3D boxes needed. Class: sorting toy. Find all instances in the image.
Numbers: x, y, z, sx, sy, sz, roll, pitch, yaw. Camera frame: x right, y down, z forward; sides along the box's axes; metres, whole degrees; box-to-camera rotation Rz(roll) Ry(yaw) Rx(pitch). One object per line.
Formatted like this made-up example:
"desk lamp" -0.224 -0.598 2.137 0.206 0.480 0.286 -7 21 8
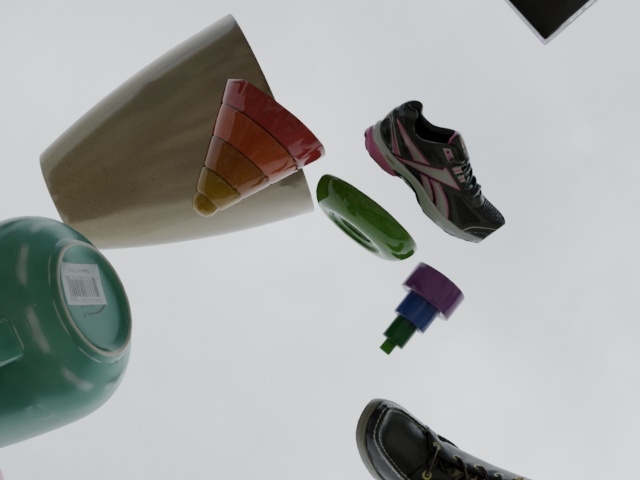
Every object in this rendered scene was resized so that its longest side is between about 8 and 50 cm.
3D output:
"sorting toy" 0.000 0.000 0.963 0.365 0.127 0.126 44 -99 -28

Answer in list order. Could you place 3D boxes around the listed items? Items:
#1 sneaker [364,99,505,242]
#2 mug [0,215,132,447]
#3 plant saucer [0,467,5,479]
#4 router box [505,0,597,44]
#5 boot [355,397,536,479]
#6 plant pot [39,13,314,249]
"sneaker" 0.130 -0.074 0.982 0.178 0.077 0.072 40 -143 -6
"mug" -0.175 0.059 0.556 0.129 0.097 0.157 57 -161 -35
"plant saucer" -0.445 0.223 0.805 0.332 0.332 0.084 0 -133 -26
"router box" 0.244 -0.300 0.909 0.133 0.179 0.046 51 -165 6
"boot" 0.160 0.253 0.999 0.236 0.179 0.085 51 -124 -33
"plant pot" -0.183 -0.101 1.126 0.274 0.256 0.256 -23 -104 -4
